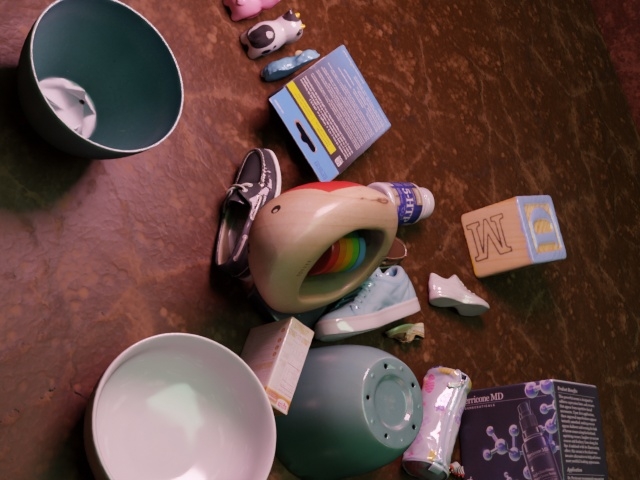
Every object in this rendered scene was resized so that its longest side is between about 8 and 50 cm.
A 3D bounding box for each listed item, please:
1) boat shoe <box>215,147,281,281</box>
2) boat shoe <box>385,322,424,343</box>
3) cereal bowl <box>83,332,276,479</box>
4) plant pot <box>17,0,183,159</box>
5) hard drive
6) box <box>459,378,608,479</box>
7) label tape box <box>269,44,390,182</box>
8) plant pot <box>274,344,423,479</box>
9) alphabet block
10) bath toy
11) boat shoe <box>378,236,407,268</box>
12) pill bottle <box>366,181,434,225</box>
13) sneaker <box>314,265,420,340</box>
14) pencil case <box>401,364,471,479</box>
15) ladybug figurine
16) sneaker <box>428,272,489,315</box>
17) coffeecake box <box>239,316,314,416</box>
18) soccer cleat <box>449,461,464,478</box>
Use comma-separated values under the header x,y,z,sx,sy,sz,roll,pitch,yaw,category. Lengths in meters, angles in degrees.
x,y,z,sx,sy,sz,roll,pitch,yaw,category
-0.156,-0.068,1.713,0.091,0.114,0.302,25,59,-42,boat shoe
0.213,0.230,2.005,0.135,0.050,0.045,-1,71,-44,boat shoe
-0.256,0.341,1.429,0.339,0.141,0.339,17,55,-26,cereal bowl
-0.422,-0.266,1.469,0.290,0.195,0.290,16,65,-39,plant pot
-0.052,0.092,1.797,0.172,0.054,0.254,52,47,-17,hard drive
0.526,0.562,2.014,0.212,0.293,0.395,16,65,-40,box
0.000,-0.288,1.945,0.334,0.106,0.240,-45,107,-43,label tape box
0.069,0.350,1.694,0.293,0.235,0.293,16,66,-39,plant pot
0.546,-0.011,2.305,0.192,0.197,0.193,-3,78,-45,alphabet block
-0.136,-0.554,1.895,0.151,0.129,0.348,-38,102,-44,bath toy
0.132,0.013,1.972,0.257,0.095,0.095,6,71,-42,boat shoe
0.199,-0.092,2.062,0.187,0.112,0.112,-5,79,-44,pill bottle
0.092,0.135,1.876,0.366,0.135,0.150,-11,80,-56,sneaker
0.281,0.437,1.946,0.113,0.124,0.273,43,51,-25,pencil case
0.000,0.000,1.657,0.162,0.305,0.449,43,16,22,ladybug figurine
0.372,0.139,2.178,0.212,0.080,0.094,21,50,-36,sneaker
-0.106,0.258,1.624,0.068,0.142,0.185,39,52,-27,coffeecake box
0.328,0.562,2.015,0.083,0.029,0.035,36,45,-33,soccer cleat
